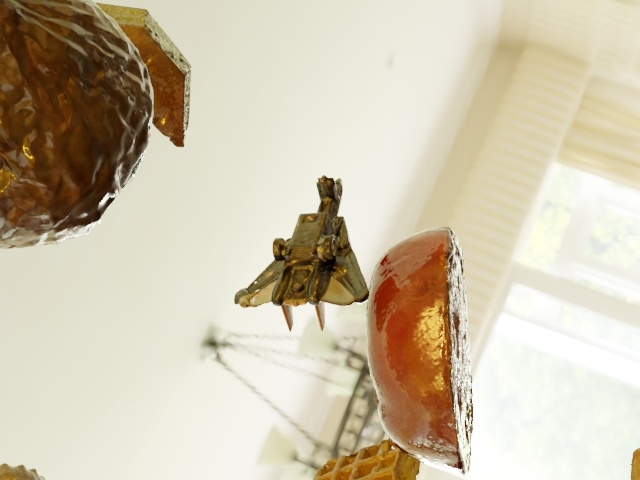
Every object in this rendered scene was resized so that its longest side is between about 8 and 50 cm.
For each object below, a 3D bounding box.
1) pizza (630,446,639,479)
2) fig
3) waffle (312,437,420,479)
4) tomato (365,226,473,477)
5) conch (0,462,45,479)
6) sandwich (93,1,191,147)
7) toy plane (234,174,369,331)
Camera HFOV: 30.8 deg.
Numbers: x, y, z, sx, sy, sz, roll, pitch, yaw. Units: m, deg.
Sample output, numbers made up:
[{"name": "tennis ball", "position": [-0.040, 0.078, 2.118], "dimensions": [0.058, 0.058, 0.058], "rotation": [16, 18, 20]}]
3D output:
[{"name": "pizza", "position": [0.200, 0.157, 0.673], "dimensions": [0.037, 0.083, 0.016], "rotation": [-13, -8, -36]}, {"name": "fig", "position": [-0.315, -0.166, 1.073], "dimensions": [0.369, 0.286, 0.286], "rotation": [80, -146, -61]}, {"name": "waffle", "position": [0.041, 0.359, 1.531], "dimensions": [0.160, 0.055, 0.211], "rotation": [-27, 21, 31]}, {"name": "tomato", "position": [0.087, 0.101, 1.010], "dimensions": [0.225, 0.085, 0.225], "rotation": [-4, -90, -82]}, {"name": "conch", "position": [-0.499, 0.421, 1.819], "dimensions": [0.207, 0.155, 0.130], "rotation": [-109, 39, -56]}, {"name": "sandwich", "position": [-0.257, -0.262, 1.694], "dimensions": [0.096, 0.258, 0.094], "rotation": [-35, 19, 17]}, {"name": "toy plane", "position": [-0.003, -0.009, 1.761], "dimensions": [0.103, 0.204, 0.316], "rotation": [71, -156, -44]}]
